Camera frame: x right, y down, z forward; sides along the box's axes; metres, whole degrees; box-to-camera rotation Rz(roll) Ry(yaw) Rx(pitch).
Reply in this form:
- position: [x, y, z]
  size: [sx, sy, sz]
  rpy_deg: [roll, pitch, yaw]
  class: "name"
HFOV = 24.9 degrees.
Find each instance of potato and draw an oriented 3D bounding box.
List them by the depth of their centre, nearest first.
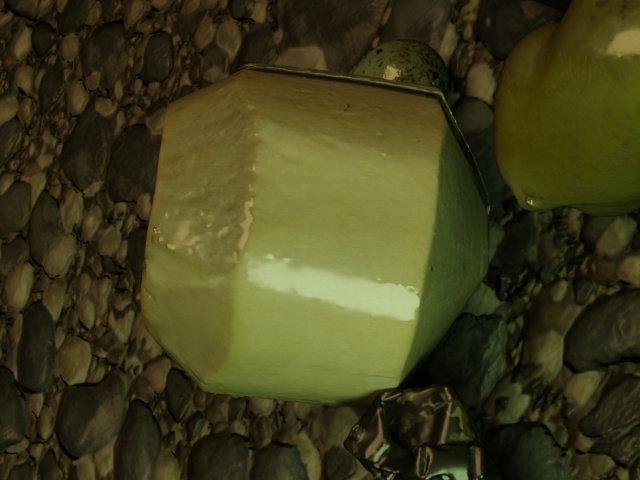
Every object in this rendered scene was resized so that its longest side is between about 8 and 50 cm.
- position: [0.278, -0.142, 1.075]
  size: [0.351, 0.218, 0.202]
  rpy_deg: [-42, 51, 22]
  class: "potato"

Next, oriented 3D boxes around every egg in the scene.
- position: [0.071, -0.144, 1.367]
  size: [0.110, 0.085, 0.085]
  rpy_deg: [-29, 56, 41]
  class: "egg"

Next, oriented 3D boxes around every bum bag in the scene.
- position: [0.122, 0.220, 1.143]
  size: [0.102, 0.069, 0.248]
  rpy_deg: [-38, 88, 9]
  class: "bum bag"

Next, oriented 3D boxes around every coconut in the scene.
- position: [0.000, 0.000, 1.239]
  size: [0.323, 0.323, 0.323]
  rpy_deg: [-17, 63, 38]
  class: "coconut"

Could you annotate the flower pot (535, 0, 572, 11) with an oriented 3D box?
- position: [0.215, -0.367, 1.194]
  size: [0.293, 0.293, 0.330]
  rpy_deg: [30, 103, 45]
  class: "flower pot"
